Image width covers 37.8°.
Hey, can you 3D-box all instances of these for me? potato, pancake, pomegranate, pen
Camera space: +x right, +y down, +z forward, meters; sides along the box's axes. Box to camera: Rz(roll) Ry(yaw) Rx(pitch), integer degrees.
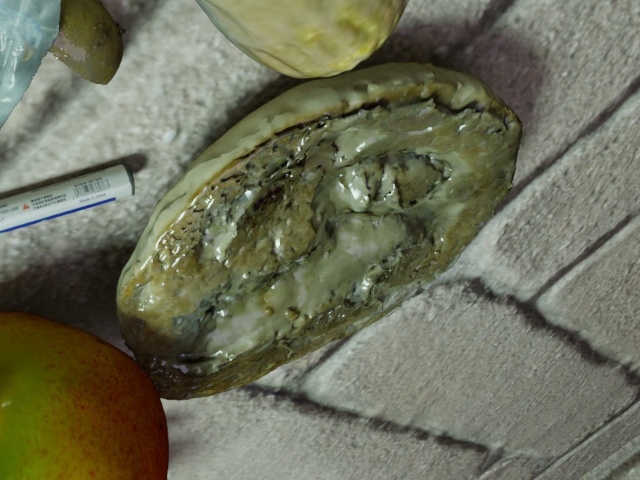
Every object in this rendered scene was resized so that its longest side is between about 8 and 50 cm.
[{"bbox_3d":[-0.143,-0.122,0.557,0.037,0.036,0.093,-37,147,13],"label":"potato"},{"bbox_3d":[0.001,-0.001,0.800,0.387,0.082,0.386,-26,147,-18],"label":"pancake"},{"bbox_3d":[-0.227,0.154,0.688,0.221,0.220,0.256,-32,152,-1],"label":"pomegranate"},{"bbox_3d":[-0.227,-0.013,0.643,0.204,0.025,0.025,-19,145,-20],"label":"pen"}]

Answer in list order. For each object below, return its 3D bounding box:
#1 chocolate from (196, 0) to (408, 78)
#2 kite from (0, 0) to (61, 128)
[{"bbox_3d":[-0.053,-0.181,0.476,0.134,0.134,0.309,-40,151,12],"label":"chocolate"},{"bbox_3d":[-0.278,-0.116,0.447,0.310,0.015,0.169,-1,135,-31],"label":"kite"}]
